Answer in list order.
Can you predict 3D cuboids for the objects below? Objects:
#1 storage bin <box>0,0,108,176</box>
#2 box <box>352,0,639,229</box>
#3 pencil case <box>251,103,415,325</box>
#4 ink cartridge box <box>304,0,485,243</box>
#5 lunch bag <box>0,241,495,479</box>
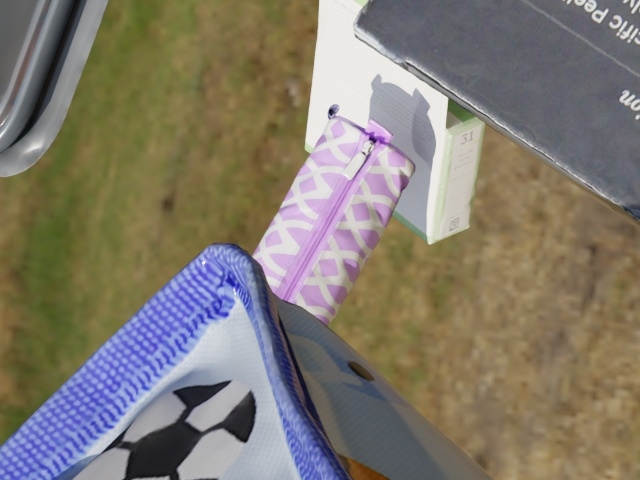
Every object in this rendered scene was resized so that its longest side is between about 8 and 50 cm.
[{"bbox_3d":[-0.109,-0.099,0.477,0.098,0.091,0.135,22,91,42],"label":"storage bin"},{"bbox_3d":[0.122,-0.067,0.438,0.156,0.093,0.158,38,101,27],"label":"box"},{"bbox_3d":[0.000,0.000,1.487,0.206,0.086,0.088,-62,7,-8],"label":"pencil case"},{"bbox_3d":[0.064,-0.136,1.551,0.171,0.056,0.235,39,138,36],"label":"ink cartridge box"},{"bbox_3d":[0.051,0.235,0.343,0.239,0.328,0.385,-46,29,4],"label":"lunch bag"}]
